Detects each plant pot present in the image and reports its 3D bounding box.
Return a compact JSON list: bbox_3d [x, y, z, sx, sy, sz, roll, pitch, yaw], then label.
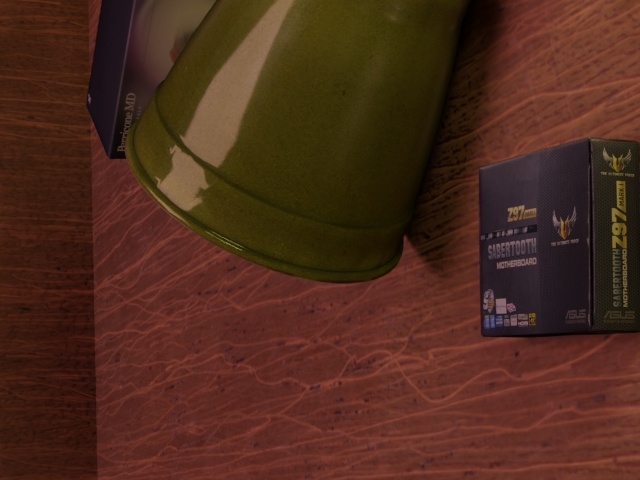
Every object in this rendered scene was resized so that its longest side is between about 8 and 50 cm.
[{"bbox_3d":[0.001,-0.200,1.777,0.353,0.367,0.366,-64,30,26],"label":"plant pot"}]

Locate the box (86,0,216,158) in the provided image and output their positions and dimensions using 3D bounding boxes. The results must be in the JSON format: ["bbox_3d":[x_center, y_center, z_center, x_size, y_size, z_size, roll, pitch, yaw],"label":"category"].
[{"bbox_3d":[-0.171,-0.278,2.235,0.182,0.294,0.296,-119,36,-52],"label":"box"}]

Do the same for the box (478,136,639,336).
[{"bbox_3d":[0.232,0.003,1.503,0.233,0.059,0.183,170,102,-68],"label":"box"}]
